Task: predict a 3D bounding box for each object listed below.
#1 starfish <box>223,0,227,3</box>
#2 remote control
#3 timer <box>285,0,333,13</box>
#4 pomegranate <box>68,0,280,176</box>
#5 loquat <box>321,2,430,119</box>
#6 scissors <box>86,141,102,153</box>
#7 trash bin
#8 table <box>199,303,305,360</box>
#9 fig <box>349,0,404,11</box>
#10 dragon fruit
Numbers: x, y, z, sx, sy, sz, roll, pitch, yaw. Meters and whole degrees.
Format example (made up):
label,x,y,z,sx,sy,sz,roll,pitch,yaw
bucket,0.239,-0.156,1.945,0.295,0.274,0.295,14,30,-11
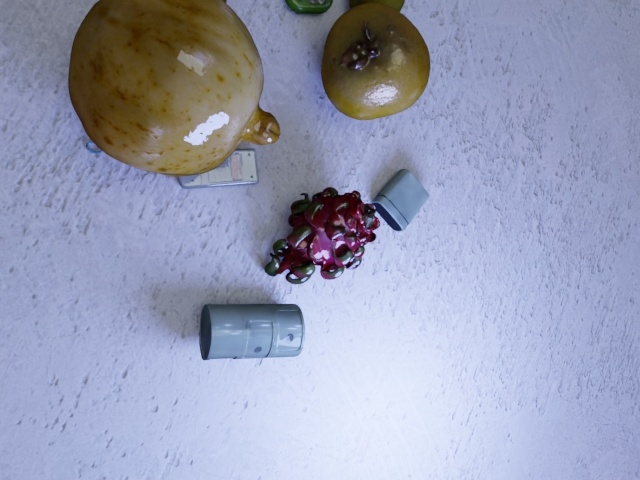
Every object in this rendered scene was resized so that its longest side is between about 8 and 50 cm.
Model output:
label,x,y,z,sx,sy,sz,roll,pitch,yaw
starfish,-0.252,-0.548,1.217,0.091,0.028,0.078,-34,101,-26
remote control,-0.239,-0.168,1.220,0.190,0.029,0.088,-8,93,-25
timer,-0.033,-0.639,1.308,0.128,0.047,0.140,-8,93,-23
pomegranate,-0.266,-0.294,1.021,0.410,0.410,0.410,0,90,-25
loquat,0.123,-0.422,1.255,0.274,0.275,0.275,0,90,-25
scissors,-0.443,-0.214,1.135,0.119,0.014,0.058,3,91,-21
trash bin,0.218,-0.109,1.415,0.116,0.059,0.130,47,71,-19
table,-0.158,0.208,1.206,0.220,0.126,0.126,4,88,-24
fig,0.148,-0.629,1.347,0.136,0.153,0.121,13,42,-38
dragon fruit,0.007,-0.002,1.245,0.218,0.198,0.273,41,75,-28
